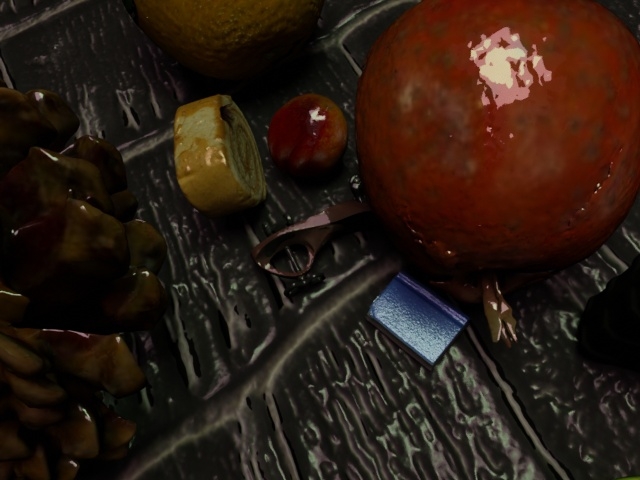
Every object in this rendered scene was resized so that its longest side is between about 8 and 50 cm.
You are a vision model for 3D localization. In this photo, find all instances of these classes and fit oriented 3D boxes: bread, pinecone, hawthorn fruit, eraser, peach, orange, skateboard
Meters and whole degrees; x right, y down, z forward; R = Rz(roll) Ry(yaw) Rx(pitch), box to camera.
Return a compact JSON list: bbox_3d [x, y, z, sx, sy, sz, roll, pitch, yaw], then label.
[{"bbox_3d":[-0.106,-0.092,0.571,0.073,0.122,0.149,-18,57,9],"label":"bread"},{"bbox_3d":[-0.300,0.015,0.435,0.383,0.385,0.385,-3,61,5],"label":"pinecone"},{"bbox_3d":[0.156,-0.062,0.460,0.275,0.276,0.308,6,76,9],"label":"hawthorn fruit"},{"bbox_3d":[0.096,0.078,0.508,0.084,0.027,0.063,37,72,22],"label":"eraser"},{"bbox_3d":[-0.015,-0.123,0.590,0.100,0.101,0.101,-3,61,5],"label":"peach"},{"bbox_3d":[-0.119,-0.342,0.629,0.273,0.274,0.275,-3,61,5],"label":"orange"},{"bbox_3d":[0.000,0.000,0.550,0.151,0.067,0.080,-26,72,-2],"label":"skateboard"}]

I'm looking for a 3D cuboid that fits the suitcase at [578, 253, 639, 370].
[{"bbox_3d":[0.370,0.081,0.376,0.285,0.206,0.066,16,69,15],"label":"suitcase"}]

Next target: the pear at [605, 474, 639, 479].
[{"bbox_3d":[0.216,0.346,0.269,0.398,0.165,0.399,-2,61,4],"label":"pear"}]
